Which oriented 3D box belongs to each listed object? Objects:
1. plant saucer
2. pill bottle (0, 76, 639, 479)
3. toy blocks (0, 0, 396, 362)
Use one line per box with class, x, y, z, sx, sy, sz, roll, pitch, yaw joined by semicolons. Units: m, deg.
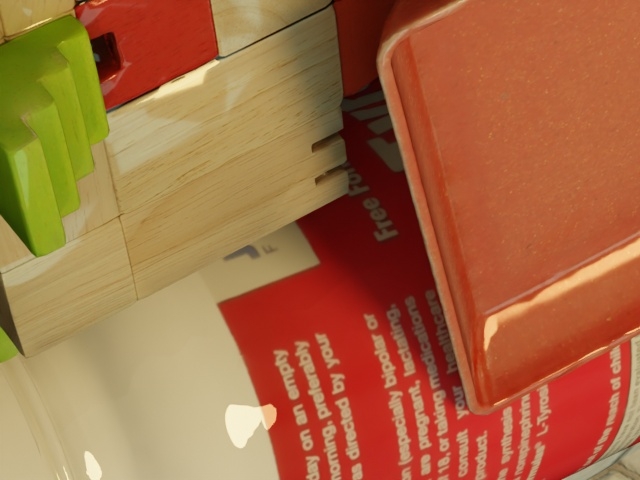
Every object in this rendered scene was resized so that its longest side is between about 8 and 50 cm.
plant saucer;0.146;-0.066;0.747;0.258;0.047;0.259;-28;145;-6
pill bottle;-0.013;0.051;0.916;0.408;0.229;0.229;-21;158;-27
toy blocks;-0.037;-0.138;0.663;0.261;0.191;0.381;-28;141;-19
